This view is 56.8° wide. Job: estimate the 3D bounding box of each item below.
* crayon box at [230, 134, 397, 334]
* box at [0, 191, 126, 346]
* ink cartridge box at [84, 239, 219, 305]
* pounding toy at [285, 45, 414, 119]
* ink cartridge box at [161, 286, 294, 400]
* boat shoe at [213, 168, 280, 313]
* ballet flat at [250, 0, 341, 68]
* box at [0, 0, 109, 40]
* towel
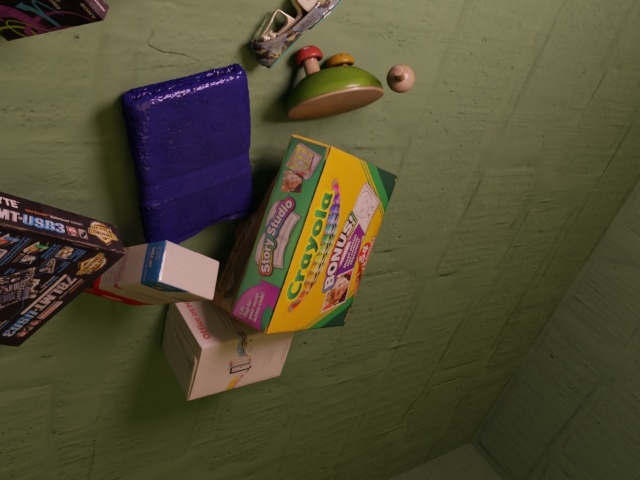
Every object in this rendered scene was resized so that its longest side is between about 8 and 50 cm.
[{"bbox_3d":[0.000,0.000,1.208,0.313,0.106,0.362,7,103,-61],"label":"crayon box"},{"bbox_3d":[-0.509,0.052,0.902,0.295,0.073,0.293,-37,155,17],"label":"box"},{"bbox_3d":[-0.320,0.067,1.096,0.134,0.231,0.078,30,60,-50],"label":"ink cartridge box"},{"bbox_3d":[0.041,-0.306,1.079,0.237,0.110,0.183,-13,180,18],"label":"pounding toy"},{"bbox_3d":[-0.208,0.213,1.310,0.233,0.171,0.168,-7,130,-35],"label":"ink cartridge box"},{"bbox_3d":[-0.127,-0.008,1.214,0.122,0.110,0.341,27,85,-62],"label":"boat shoe"},{"bbox_3d":[-0.043,-0.374,0.996,0.188,0.070,0.070,-45,142,-2],"label":"ballet flat"},{"bbox_3d":[-0.361,-0.305,0.723,0.162,0.029,0.116,-5,154,20],"label":"box"},{"bbox_3d":[-0.228,-0.146,1.047,0.228,0.076,0.308,-26,139,-30],"label":"towel"}]
